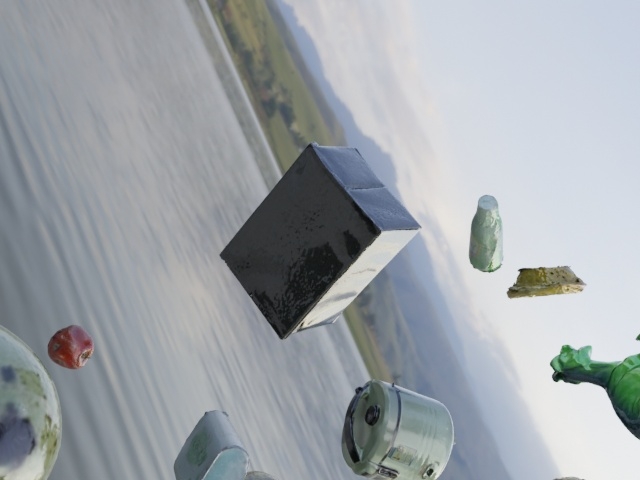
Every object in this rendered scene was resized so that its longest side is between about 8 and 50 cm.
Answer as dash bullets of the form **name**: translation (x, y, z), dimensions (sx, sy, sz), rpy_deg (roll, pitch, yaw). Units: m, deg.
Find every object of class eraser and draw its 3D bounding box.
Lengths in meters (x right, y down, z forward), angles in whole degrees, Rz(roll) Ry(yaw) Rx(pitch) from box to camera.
- **eraser**: translation (-0.227, 0.458, 1.739), dimensions (0.081, 0.174, 0.227), rpy_deg (31, -3, -16)

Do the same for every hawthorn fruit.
- **hawthorn fruit**: translation (-0.490, 0.215, 1.680), dimensions (0.093, 0.093, 0.093), rpy_deg (156, -90, -89)

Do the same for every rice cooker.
- **rice cooker**: translation (0.165, 0.445, 1.942), dimensions (0.244, 0.226, 0.226), rpy_deg (24, 17, -22)

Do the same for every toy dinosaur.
- **toy dinosaur**: translation (0.573, 0.339, 1.536), dimensions (0.500, 0.374, 0.144), rpy_deg (-53, 133, -49)

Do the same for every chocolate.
- **chocolate**: translation (0.469, -0.024, 2.396), dimensions (0.291, 0.110, 0.110), rpy_deg (75, -8, -56)

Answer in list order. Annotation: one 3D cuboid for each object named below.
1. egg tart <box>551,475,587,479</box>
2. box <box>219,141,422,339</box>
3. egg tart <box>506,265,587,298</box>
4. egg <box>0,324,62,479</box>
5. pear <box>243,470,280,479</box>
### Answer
- **egg tart**: translation (0.629, 0.756, 2.212), dimensions (0.116, 0.295, 0.295), rpy_deg (39, 7, -15)
- **box**: translation (-0.001, 0.000, 1.826), dimensions (0.251, 0.345, 0.204), rpy_deg (51, 27, 19)
- **egg tart**: translation (0.531, 0.098, 1.997), dimensions (0.191, 0.191, 0.074), rpy_deg (80, 8, -85)
- **egg**: translation (-0.620, 0.274, 1.356), dimensions (0.428, 0.345, 0.345), rpy_deg (50, 5, -21)
- **pear**: translation (-0.151, 0.603, 1.879), dimensions (0.197, 0.197, 0.197), rpy_deg (156, -90, -89)
